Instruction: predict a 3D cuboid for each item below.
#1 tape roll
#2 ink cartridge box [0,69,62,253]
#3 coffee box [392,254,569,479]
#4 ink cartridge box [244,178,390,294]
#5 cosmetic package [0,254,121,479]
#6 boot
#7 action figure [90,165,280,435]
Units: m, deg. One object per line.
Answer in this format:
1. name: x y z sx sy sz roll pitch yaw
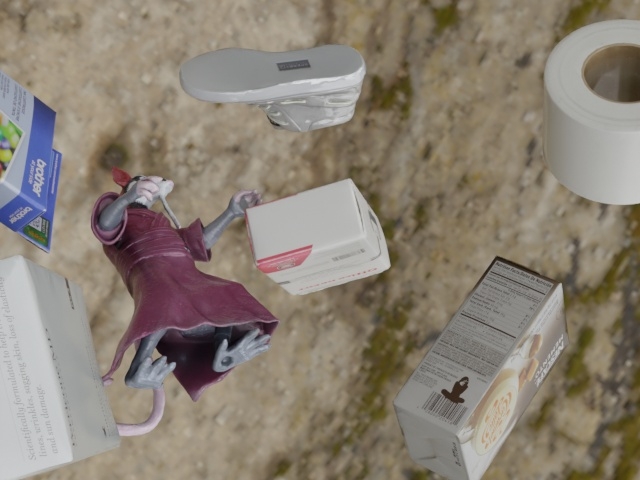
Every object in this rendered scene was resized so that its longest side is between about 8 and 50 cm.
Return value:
1. tape roll: 0.467 -0.200 1.990 0.246 0.246 0.169 -40 146 -21
2. ink cartridge box: -0.405 -0.137 1.481 0.065 0.186 0.311 -31 129 23
3. coffee box: 0.204 0.163 1.593 0.246 0.098 0.141 -51 147 -26
4. ink cartridge box: 0.000 0.000 1.806 0.158 0.092 0.218 -16 163 8
5. cosmetic package: -0.333 0.150 1.391 0.156 0.217 0.385 -15 176 -5
6. boot: -0.067 -0.196 1.775 0.258 0.095 0.123 -4 141 -11
7. action figure: -0.211 0.049 1.722 0.248 0.370 0.276 18 118 -43
